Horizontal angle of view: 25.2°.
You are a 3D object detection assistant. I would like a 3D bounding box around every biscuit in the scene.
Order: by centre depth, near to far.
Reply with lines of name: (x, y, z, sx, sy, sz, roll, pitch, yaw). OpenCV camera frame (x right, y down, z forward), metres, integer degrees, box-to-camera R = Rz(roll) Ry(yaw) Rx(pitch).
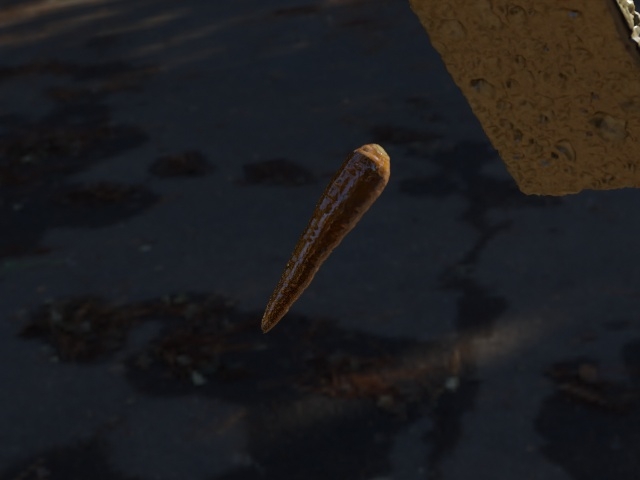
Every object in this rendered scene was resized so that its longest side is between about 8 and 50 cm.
biscuit: (0.123, -0.114, 0.810, 0.131, 0.231, 0.025, -2, 46, 39)

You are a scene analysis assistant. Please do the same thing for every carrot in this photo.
carrot: (0.000, 0.000, 1.392, 0.048, 0.216, 0.048, 33, 6, -4)
